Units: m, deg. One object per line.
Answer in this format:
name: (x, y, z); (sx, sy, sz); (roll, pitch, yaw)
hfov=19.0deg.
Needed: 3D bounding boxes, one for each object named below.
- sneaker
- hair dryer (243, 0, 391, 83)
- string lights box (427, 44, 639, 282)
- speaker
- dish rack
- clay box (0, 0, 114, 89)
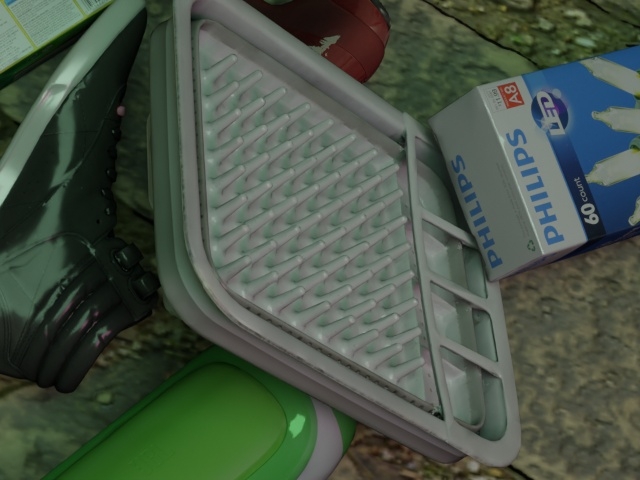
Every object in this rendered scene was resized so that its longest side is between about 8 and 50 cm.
sneaker: (-0.161, -0.025, 1.352); (0.147, 0.104, 0.295); (29, 79, -8)
hair dryer: (-0.058, -0.175, 1.436); (0.224, 0.080, 0.293); (3, 71, 3)
string lights box: (0.220, -0.069, 1.431); (0.260, 0.077, 0.133); (-17, 82, -32)
speaker: (-0.111, 0.179, 1.274); (0.296, 0.131, 0.131); (-38, 89, -33)
dish rack: (0.000, 0.000, 1.299); (0.333, 0.072, 0.285); (32, 40, -39)
clay box: (-0.255, -0.230, 1.395); (0.127, 0.053, 0.222); (-35, 87, -18)
